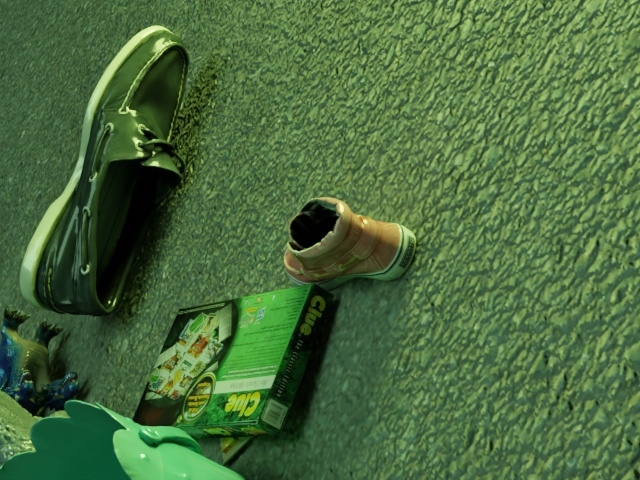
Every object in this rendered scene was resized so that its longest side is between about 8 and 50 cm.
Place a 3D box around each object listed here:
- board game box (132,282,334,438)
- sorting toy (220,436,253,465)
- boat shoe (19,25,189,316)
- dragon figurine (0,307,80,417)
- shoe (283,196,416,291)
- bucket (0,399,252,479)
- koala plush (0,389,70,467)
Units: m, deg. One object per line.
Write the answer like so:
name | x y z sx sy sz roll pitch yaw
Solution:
board game box | -0.087 0.115 1.469 0.259 0.030 0.136 -12 49 58
sorting toy | -0.068 0.154 1.439 0.083 0.012 0.062 -48 32 30
boat shoe | -0.207 -0.070 1.762 0.113 0.127 0.340 18 75 33
dragon figurine | -0.368 0.174 1.860 0.289 0.085 0.144 -32 42 44
shoe | 0.000 0.000 1.373 0.178 0.081 0.063 -6 63 58
bucket | -0.164 0.283 1.322 0.281 0.183 0.281 -40 37 38
koala plush | -0.316 0.280 1.587 0.221 0.196 0.203 -59 38 3
